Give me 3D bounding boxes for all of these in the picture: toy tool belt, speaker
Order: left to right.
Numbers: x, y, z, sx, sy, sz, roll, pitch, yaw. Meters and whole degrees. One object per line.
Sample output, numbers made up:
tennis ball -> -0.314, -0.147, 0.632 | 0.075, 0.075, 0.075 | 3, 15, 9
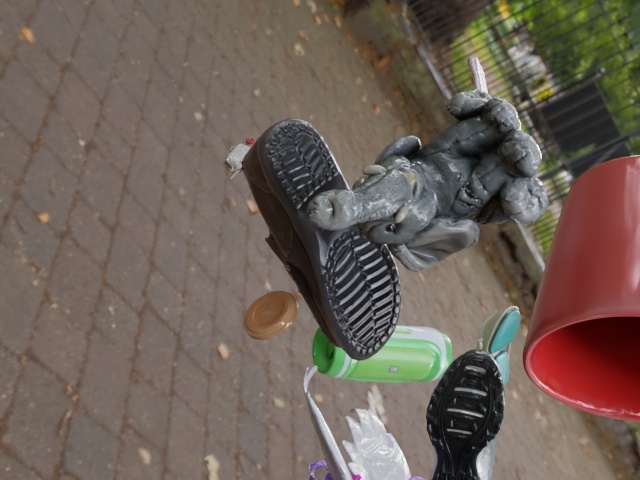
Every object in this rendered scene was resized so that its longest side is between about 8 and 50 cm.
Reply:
toy tool belt -> -0.153, -0.158, 1.616 | 0.083, 0.052, 0.051 | -55, 165, -39
speaker -> 0.136, 0.243, 1.825 | 0.297, 0.131, 0.131 | 7, 49, -27

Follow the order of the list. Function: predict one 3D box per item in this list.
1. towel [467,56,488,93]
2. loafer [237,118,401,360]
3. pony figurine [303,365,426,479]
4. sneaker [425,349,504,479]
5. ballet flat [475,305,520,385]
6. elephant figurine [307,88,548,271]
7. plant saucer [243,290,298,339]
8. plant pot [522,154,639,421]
towel -> 0.310, -0.268, 1.624 | 0.197, 0.029, 0.144 | -3, 83, -75
loafer -> 0.000, 0.000, 1.193 | 0.130, 0.134, 0.366 | 1, -63, 57
pony figurine -> 0.038, 0.397, 1.185 | 0.351, 0.363, 0.303 | 56, 11, 33
sneaker -> 0.201, 0.263, 1.162 | 0.108, 0.100, 0.271 | -54, 150, -58
ballet flat -> 0.376, 0.226, 1.834 | 0.086, 0.086, 0.248 | -94, -175, -53
elephant figurine -> 0.102, -0.050, 0.892 | 0.186, 0.239, 0.169 | 65, -3, -34
plant saucer -> -0.071, 0.103, 1.175 | 0.083, 0.083, 0.013 | -97, 163, -50
plant pot -> 0.384, 0.050, 0.987 | 0.275, 0.275, 0.243 | 48, 45, -43
